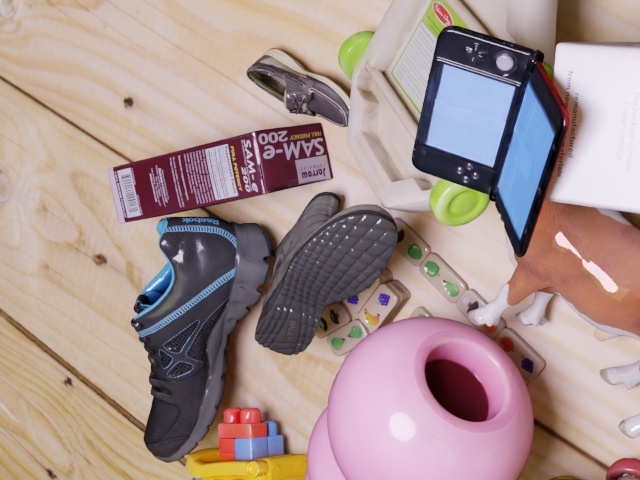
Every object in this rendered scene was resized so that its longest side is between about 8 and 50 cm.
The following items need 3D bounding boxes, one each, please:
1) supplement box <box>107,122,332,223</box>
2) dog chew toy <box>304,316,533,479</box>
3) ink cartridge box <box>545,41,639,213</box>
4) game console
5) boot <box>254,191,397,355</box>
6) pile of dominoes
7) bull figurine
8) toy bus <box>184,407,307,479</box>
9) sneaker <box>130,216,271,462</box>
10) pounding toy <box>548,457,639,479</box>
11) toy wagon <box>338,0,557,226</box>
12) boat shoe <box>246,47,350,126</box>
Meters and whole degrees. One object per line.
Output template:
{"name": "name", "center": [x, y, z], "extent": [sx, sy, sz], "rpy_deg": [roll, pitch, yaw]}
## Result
{"name": "supplement box", "center": [-0.121, -0.079, 1.193], "extent": [0.239, 0.130, 0.073], "rpy_deg": [-8, 95, 37]}
{"name": "dog chew toy", "center": [0.079, 0.224, 1.060], "extent": [0.207, 0.206, 0.332], "rpy_deg": [51, 141, 16]}
{"name": "ink cartridge box", "center": [0.360, -0.083, 0.777], "extent": [0.307, 0.223, 0.129], "rpy_deg": [12, 105, 34]}
{"name": "game console", "center": [0.130, -0.079, 0.806], "extent": [0.124, 0.085, 0.144], "rpy_deg": [20, 132, 13]}
{"name": "boot", "center": [0.000, 0.000, 1.096], "extent": [0.083, 0.161, 0.246], "rpy_deg": [24, 134, -17]}
{"name": "pile of dominoes", "center": [0.099, 0.116, 1.131], "extent": [0.251, 0.040, 0.196], "rpy_deg": [46, 123, 20]}
{"name": "bull figurine", "center": [0.255, 0.035, 0.962], "extent": [0.310, 0.101, 0.188], "rpy_deg": [40, 125, 25]}
{"name": "toy bus", "center": [-0.108, 0.318, 1.277], "extent": [0.220, 0.149, 0.212], "rpy_deg": [-14, 79, 40]}
{"name": "sneaker", "center": [-0.178, 0.120, 1.257], "extent": [0.125, 0.139, 0.341], "rpy_deg": [-123, 49, -62]}
{"name": "pounding toy", "center": [0.276, 0.293, 1.020], "extent": [0.182, 0.110, 0.237], "rpy_deg": [8, 135, 24]}
{"name": "toy wagon", "center": [0.136, -0.190, 0.958], "extent": [0.344, 0.068, 0.267], "rpy_deg": [-59, 38, 30]}
{"name": "boat shoe", "center": [-0.022, -0.164, 1.142], "extent": [0.152, 0.049, 0.056], "rpy_deg": [35, 152, 33]}
